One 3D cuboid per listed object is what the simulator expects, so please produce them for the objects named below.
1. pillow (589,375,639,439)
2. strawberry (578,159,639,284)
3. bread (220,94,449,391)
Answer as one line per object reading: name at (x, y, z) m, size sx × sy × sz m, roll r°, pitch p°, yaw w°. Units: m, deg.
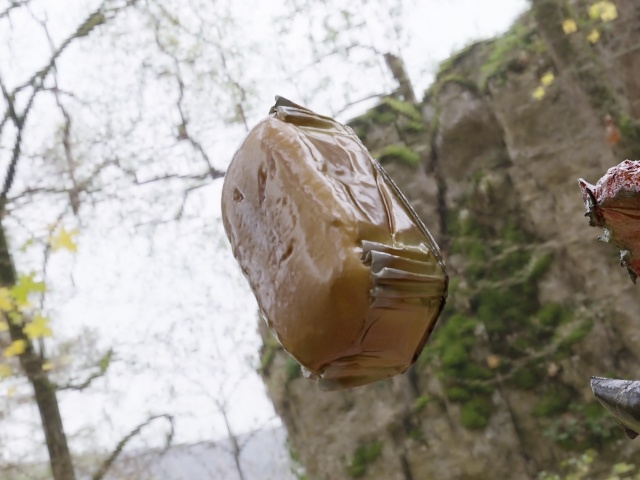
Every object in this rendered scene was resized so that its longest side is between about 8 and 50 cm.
pillow at (0.349, 0.182, 1.220) m, size 0.048 × 0.090 × 0.150 m, roll -59°, pitch 11°, yaw -11°
strawberry at (0.402, -0.040, 1.264) m, size 0.228 × 0.174 × 0.098 m, roll -19°, pitch 34°, yaw 57°
bread at (0.000, 0.000, 0.945) m, size 0.107 × 0.241 × 0.136 m, roll 3°, pitch -51°, yaw -32°
